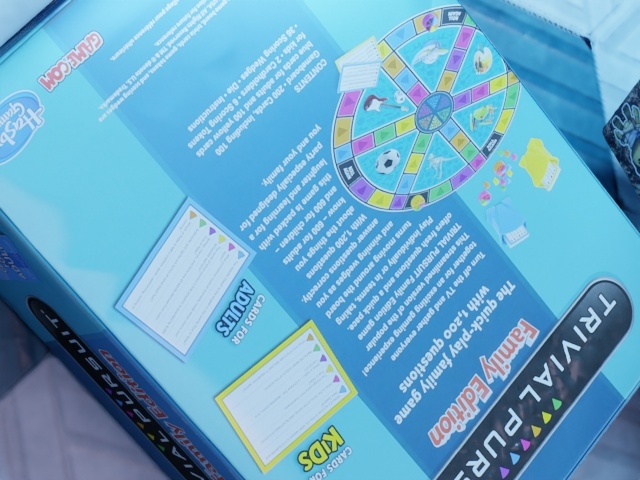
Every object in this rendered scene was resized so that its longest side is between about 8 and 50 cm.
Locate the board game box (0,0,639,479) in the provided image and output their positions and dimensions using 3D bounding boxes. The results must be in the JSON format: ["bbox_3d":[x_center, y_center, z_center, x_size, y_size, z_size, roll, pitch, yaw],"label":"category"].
[{"bbox_3d":[0.000,0.000,0.758,0.336,0.079,0.254,50,64,-15],"label":"board game box"}]

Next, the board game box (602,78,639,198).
[{"bbox_3d":[0.327,0.002,0.810,0.232,0.141,0.291,-4,54,-29],"label":"board game box"}]
